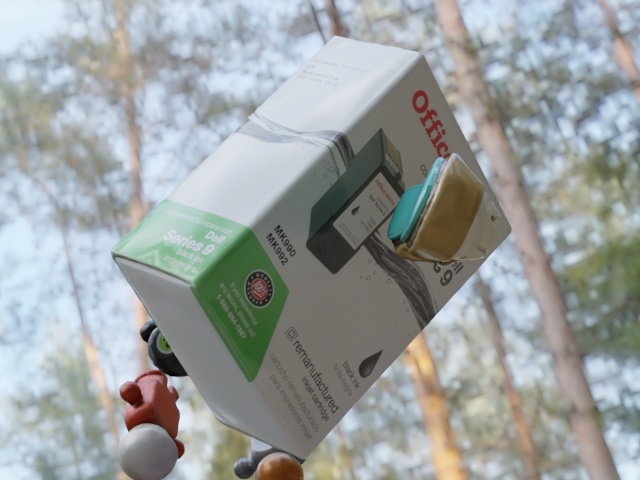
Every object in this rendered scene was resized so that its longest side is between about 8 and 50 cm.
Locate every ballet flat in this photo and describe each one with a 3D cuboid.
[{"bbox_3d":[0.098,-0.017,1.389,0.073,0.080,0.232,24,-1,-1],"label":"ballet flat"}]

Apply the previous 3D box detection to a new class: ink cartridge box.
[{"bbox_3d":[0.000,0.000,1.583,0.289,0.121,0.211,-46,-53,-22],"label":"ink cartridge box"}]

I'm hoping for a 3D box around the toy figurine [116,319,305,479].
[{"bbox_3d":[-0.087,0.148,1.869,0.209,0.148,0.213,16,-62,-8],"label":"toy figurine"}]
